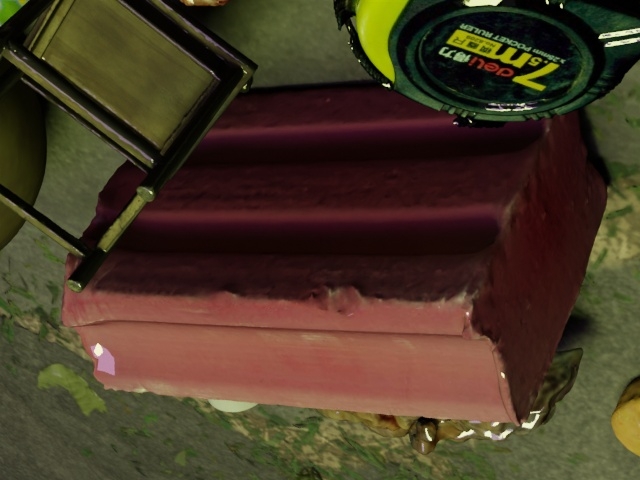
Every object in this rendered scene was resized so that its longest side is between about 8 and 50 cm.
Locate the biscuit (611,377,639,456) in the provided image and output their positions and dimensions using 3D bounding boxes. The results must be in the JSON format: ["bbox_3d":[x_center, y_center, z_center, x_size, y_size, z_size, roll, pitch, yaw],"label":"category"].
[{"bbox_3d":[0.384,0.124,0.990,0.275,0.052,0.355,39,142,-10],"label":"biscuit"}]

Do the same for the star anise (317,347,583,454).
[{"bbox_3d":[0.083,0.119,1.065,0.223,0.109,0.236,15,162,-5],"label":"star anise"}]

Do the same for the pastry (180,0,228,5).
[{"bbox_3d":[-0.031,-0.225,0.835,0.208,0.097,0.115,-26,104,43],"label":"pastry"}]

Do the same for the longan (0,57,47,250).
[{"bbox_3d":[-0.333,-0.075,1.092,0.248,0.248,0.248,18,140,16],"label":"longan"}]

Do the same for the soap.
[{"bbox_3d":[0.000,0.000,0.955,0.359,0.233,0.128,0,134,33],"label":"soap"}]

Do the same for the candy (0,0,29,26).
[{"bbox_3d":[-0.282,-0.248,1.001,0.194,0.062,0.097,46,140,-19],"label":"candy"}]

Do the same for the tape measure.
[{"bbox_3d":[0.105,-0.154,0.797,0.199,0.112,0.186,17,152,-13],"label":"tape measure"}]

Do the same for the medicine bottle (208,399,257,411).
[{"bbox_3d":[-0.090,0.095,1.235,0.080,0.080,0.130,10,138,24],"label":"medicine bottle"}]

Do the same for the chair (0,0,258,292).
[{"bbox_3d":[-0.135,-0.112,0.907,0.154,0.260,0.141,38,134,-8],"label":"chair"}]
